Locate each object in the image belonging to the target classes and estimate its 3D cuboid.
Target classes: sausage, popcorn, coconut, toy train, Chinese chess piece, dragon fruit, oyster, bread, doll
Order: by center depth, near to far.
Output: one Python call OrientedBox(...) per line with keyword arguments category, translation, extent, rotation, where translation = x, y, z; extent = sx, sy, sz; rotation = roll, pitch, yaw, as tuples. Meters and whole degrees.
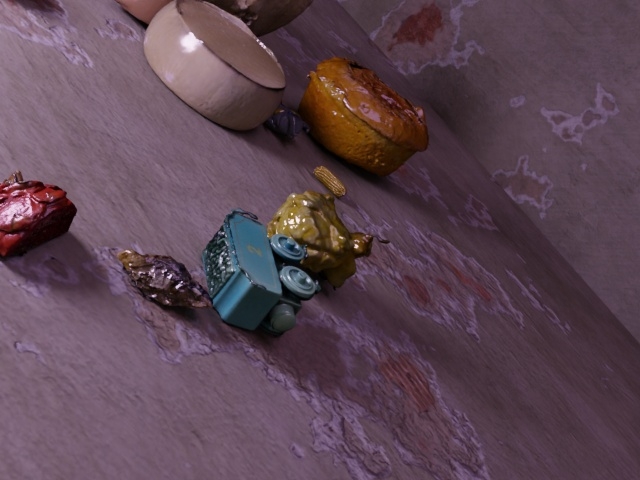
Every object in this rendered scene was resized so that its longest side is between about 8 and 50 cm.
OrientedBox(category="dragon fruit", translation=(-0.393, -0.051, 1.195), extent=(0.106, 0.083, 0.162), rotation=(41, 24, 3))
OrientedBox(category="oyster", translation=(-0.228, 0.050, 1.323), extent=(0.148, 0.051, 0.103), rotation=(17, 24, -28))
OrientedBox(category="toy train", translation=(-0.103, 0.055, 1.452), extent=(0.163, 0.112, 0.203), rotation=(21, 29, -30))
OrientedBox(category="popcorn", translation=(0.000, 0.002, 1.658), extent=(0.195, 0.173, 0.168), rotation=(42, 8, -14))
OrientedBox(category="Chinese chess piece", translation=(-0.232, -0.397, 2.020), extent=(0.338, 0.140, 0.338), rotation=(34, 25, -19))
OrientedBox(category="sausage", translation=(-0.345, -0.599, 2.068), extent=(0.123, 0.253, 0.123), rotation=(47, 0, 0))
OrientedBox(category="doll", translation=(-0.088, -0.296, 2.179), extent=(0.104, 0.062, 0.194), rotation=(28, 19, -33))
OrientedBox(category="coconut", translation=(-0.197, -0.684, 2.310), extent=(0.404, 0.404, 0.404), rotation=(35, 23, -17))
OrientedBox(category="bread", translation=(0.114, -0.324, 2.389), extent=(0.358, 0.204, 0.337), rotation=(10, 41, -48))

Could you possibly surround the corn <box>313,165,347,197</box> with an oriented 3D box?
OrientedBox(category="corn", translation=(0.024, -0.138, 2.109), extent=(0.092, 0.037, 0.037), rotation=(46, 22, 7))
